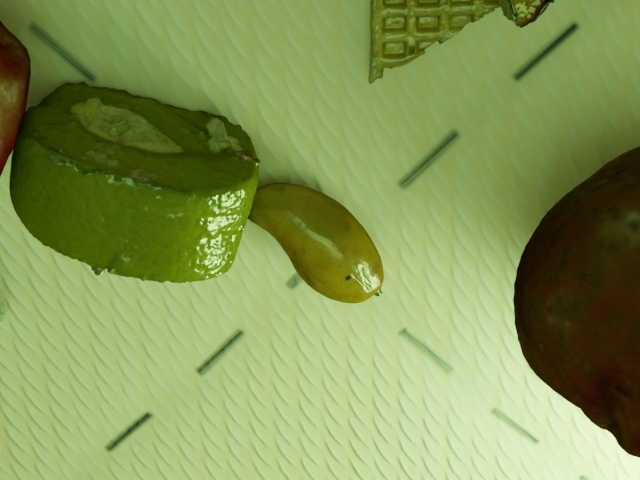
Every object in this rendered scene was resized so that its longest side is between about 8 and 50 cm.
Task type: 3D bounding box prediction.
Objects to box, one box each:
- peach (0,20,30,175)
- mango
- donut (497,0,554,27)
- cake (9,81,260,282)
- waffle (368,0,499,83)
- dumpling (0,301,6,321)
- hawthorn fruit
[{"bbox_3d":[-0.450,-0.133,1.318,0.333,0.308,0.307,-21,118,4],"label":"peach"},{"bbox_3d":[0.000,0.000,1.507,0.190,0.075,0.098,44,115,-12],"label":"mango"},{"bbox_3d":[0.164,-0.304,1.318,0.181,0.078,0.146,23,100,2],"label":"donut"},{"bbox_3d":[-0.200,-0.062,1.410,0.261,0.179,0.156,11,118,-7],"label":"cake"},{"bbox_3d":[0.147,-0.224,1.399,0.191,0.032,0.125,1,118,1],"label":"waffle"},{"bbox_3d":[-0.461,0.083,1.542,0.177,0.092,0.150,20,121,-12],"label":"dumpling"},{"bbox_3d":[0.413,0.055,1.377,0.403,0.402,0.402,0,120,0],"label":"hawthorn fruit"}]
